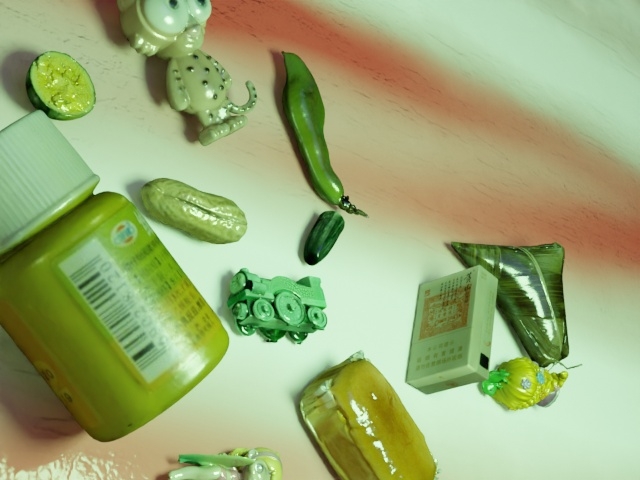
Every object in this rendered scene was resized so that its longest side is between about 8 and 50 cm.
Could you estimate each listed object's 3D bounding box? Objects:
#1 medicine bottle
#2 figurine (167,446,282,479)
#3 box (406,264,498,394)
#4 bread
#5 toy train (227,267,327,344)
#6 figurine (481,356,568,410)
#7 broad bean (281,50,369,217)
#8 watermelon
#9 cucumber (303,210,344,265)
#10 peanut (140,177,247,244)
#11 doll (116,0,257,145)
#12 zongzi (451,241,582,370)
[{"bbox_3d":[-0.308,0.044,1.389,0.384,0.224,0.224,53,45,-9],"label":"medicine bottle"},{"bbox_3d":[-0.131,0.324,1.540,0.187,0.083,0.083,-6,75,-31],"label":"figurine"},{"bbox_3d":[0.227,0.154,1.887,0.058,0.141,0.201,36,51,-31],"label":"box"},{"bbox_3d":[0.080,0.303,1.707,0.136,0.107,0.241,-37,97,-48],"label":"bread"},{"bbox_3d":[-0.065,0.097,1.698,0.178,0.071,0.104,12,55,-40],"label":"toy train"},{"bbox_3d":[0.372,0.253,1.992,0.156,0.115,0.094,20,48,-32],"label":"figurine"},{"bbox_3d":[-0.010,-0.175,1.886,0.075,0.067,0.325,-17,84,-15],"label":"broad bean"},{"bbox_3d":[-0.374,-0.211,1.564,0.105,0.062,0.105,28,47,-34],"label":"watermelon"},{"bbox_3d":[0.000,0.000,1.820,0.048,0.048,0.105,46,49,-17],"label":"cucumber"},{"bbox_3d":[-0.190,-0.044,1.648,0.174,0.080,0.080,23,56,-27],"label":"peanut"},{"bbox_3d":[-0.206,-0.287,1.720,0.154,0.119,0.278,-44,106,-41],"label":"doll"},{"bbox_3d":[0.353,0.125,2.060,0.241,0.111,0.247,3,74,-22],"label":"zongzi"}]
